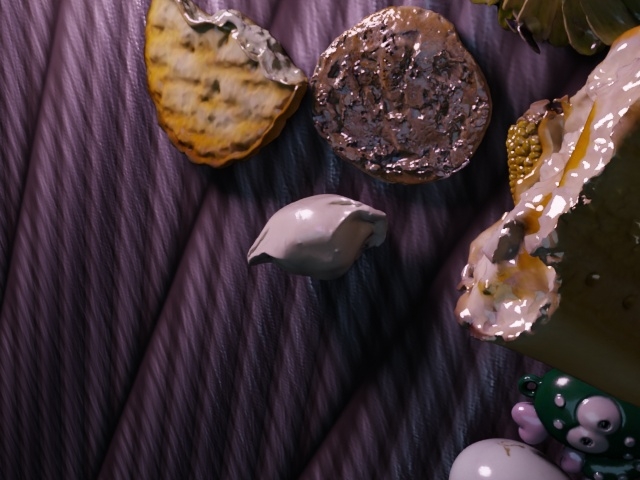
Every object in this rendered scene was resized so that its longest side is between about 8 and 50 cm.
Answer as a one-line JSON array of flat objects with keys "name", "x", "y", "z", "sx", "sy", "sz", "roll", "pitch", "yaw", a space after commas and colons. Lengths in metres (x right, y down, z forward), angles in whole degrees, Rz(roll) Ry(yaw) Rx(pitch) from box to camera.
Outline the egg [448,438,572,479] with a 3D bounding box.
[{"name": "egg", "x": 0.324, "y": 0.430, "z": 0.947, "sx": 0.264, "sy": 0.183, "sz": 0.182, "roll": 38, "pitch": 122, "yaw": 3}]

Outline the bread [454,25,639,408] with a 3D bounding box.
[{"name": "bread", "x": 0.385, "y": -0.001, "z": 0.674, "sx": 0.395, "sy": 0.250, "sz": 0.360, "roll": 24, "pitch": 108, "yaw": -14}]

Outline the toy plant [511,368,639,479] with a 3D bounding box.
[{"name": "toy plant", "x": 0.410, "y": 0.252, "z": 0.875, "sx": 0.243, "sy": 0.112, "sz": 0.232, "roll": 38, "pitch": 117, "yaw": 4}]

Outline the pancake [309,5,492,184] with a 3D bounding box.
[{"name": "pancake", "x": 0.115, "y": -0.209, "z": 0.900, "sx": 0.283, "sy": 0.049, "sz": 0.282, "roll": 10, "pitch": 113, "yaw": 24}]

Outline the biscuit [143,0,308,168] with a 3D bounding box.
[{"name": "biscuit", "x": -0.182, "y": -0.296, "z": 1.017, "sx": 0.329, "sy": 0.078, "sz": 0.334, "roll": -17, "pitch": 99, "yaw": 35}]

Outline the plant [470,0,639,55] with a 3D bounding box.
[{"name": "plant", "x": 0.275, "y": -0.333, "z": 0.689, "sx": 0.306, "sy": 0.296, "sz": 0.261, "roll": 8, "pitch": 144, "yaw": 10}]

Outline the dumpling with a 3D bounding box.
[{"name": "dumpling", "x": 0.000, "y": 0.000, "z": 0.996, "sx": 0.250, "sy": 0.162, "sz": 0.132, "roll": -20, "pitch": 62, "yaw": 22}]

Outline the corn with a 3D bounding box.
[{"name": "corn", "x": 0.318, "y": -0.032, "z": 0.832, "sx": 0.097, "sy": 0.097, "sz": 0.319, "roll": -3, "pitch": 109, "yaw": 30}]
